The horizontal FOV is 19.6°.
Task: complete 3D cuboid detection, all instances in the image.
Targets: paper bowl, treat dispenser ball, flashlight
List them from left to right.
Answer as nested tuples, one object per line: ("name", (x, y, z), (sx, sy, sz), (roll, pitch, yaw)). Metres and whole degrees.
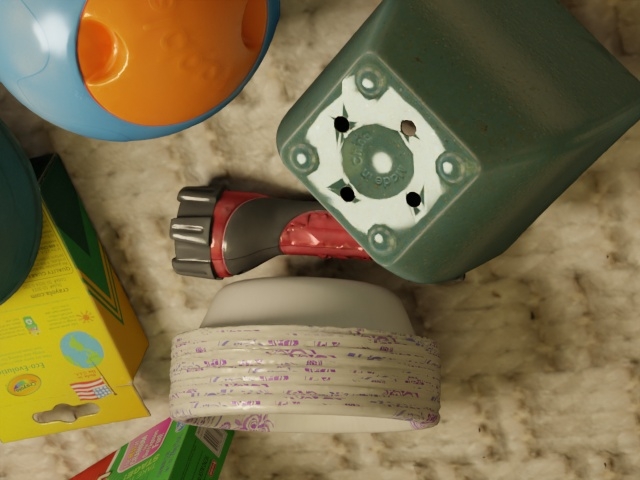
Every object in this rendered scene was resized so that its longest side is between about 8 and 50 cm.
("treat dispenser ball", (-0.178, -0.235, 1.692), (0.288, 0.288, 0.288), (6, 125, 8))
("paper bowl", (-0.014, 0.121, 1.937), (0.284, 0.284, 0.148), (1, 80, 12))
("flashlight", (0.000, 0.000, 1.922), (0.304, 0.103, 0.103), (5, 84, 14))

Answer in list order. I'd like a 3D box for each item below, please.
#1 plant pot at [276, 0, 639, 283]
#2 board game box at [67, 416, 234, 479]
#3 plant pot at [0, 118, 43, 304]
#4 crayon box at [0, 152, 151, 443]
("plant pot", (0.104, -0.104, 1.700), (0.247, 0.252, 0.248), (46, 123, 6))
("board game box", (-0.256, 0.342, 2.133), (0.316, 0.242, 0.064), (-33, 111, 28))
("plant pot", (-0.453, -0.003, 1.842), (0.271, 0.255, 0.272), (5, 109, 15))
("crayon box", (-0.327, 0.070, 2.059), (0.202, 0.081, 0.318), (-11, 120, 19))
